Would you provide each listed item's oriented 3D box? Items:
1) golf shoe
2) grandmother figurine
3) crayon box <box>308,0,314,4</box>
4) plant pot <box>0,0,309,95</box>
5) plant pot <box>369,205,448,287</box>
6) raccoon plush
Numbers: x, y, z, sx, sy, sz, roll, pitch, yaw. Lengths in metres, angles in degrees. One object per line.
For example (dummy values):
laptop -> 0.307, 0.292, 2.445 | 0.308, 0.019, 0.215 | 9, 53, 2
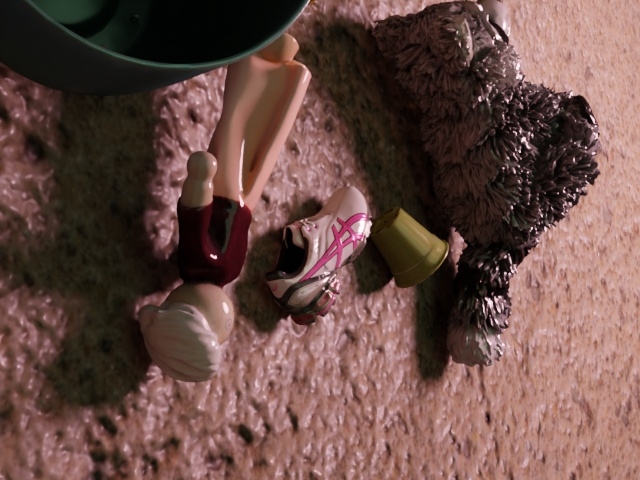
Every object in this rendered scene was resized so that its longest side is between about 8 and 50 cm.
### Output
golf shoe -> 0.000, 0.000, 1.264 | 0.086, 0.067, 0.186 | 51, 48, -32
grandmother figurine -> -0.093, -0.032, 1.092 | 0.208, 0.104, 0.342 | 42, 60, -68
crayon box -> -0.056, -0.316, 1.075 | 0.083, 0.323, 0.203 | 5, 79, -30
plant pot -> -0.174, -0.249, 0.909 | 0.293, 0.235, 0.293 | 5, 80, -29
plant pot -> 0.102, 0.003, 1.395 | 0.079, 0.083, 0.083 | 48, 49, -21
raccoon plush -> 0.186, -0.089, 1.424 | 0.299, 0.216, 0.446 | 24, 65, -39
